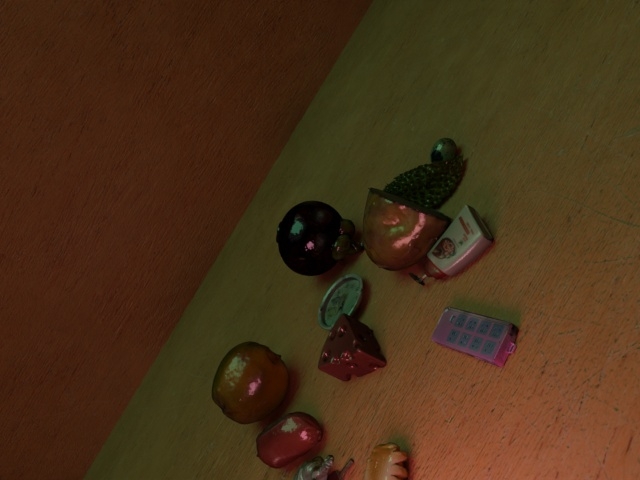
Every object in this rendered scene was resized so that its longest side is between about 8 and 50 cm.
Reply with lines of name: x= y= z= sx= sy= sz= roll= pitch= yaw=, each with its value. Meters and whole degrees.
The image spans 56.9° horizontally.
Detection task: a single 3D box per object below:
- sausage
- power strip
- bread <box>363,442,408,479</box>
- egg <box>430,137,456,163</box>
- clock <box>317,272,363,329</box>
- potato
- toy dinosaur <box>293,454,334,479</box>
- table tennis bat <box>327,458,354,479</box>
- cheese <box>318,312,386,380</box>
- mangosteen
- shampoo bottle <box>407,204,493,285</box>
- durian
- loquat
sausage: x=-0.108 y=0.636 z=1.893 sx=0.254 sy=0.148 sz=0.148 roll=-44 pitch=27 yaw=24
power strip: x=0.397 y=0.246 z=1.543 sx=0.109 sy=0.037 sz=0.279 roll=-62 pitch=24 yaw=-10
bread: x=0.167 y=0.599 z=1.481 sx=0.119 sy=0.084 sz=0.177 roll=-29 pitch=35 yaw=44
egg: x=0.436 y=-0.314 z=2.108 sx=0.110 sy=0.085 sz=0.085 roll=-48 pitch=25 yaw=20
clock: x=0.083 y=0.227 z=2.142 sx=0.236 sy=0.053 sz=0.236 roll=-40 pitch=29 yaw=28
potato: x=0.253 y=-0.011 z=1.921 sx=0.289 sy=0.300 sz=0.237 roll=-37 pitch=-32 yaw=-77
toy dinosaur: x=-0.059 y=0.737 z=1.736 sx=0.393 sy=0.092 sz=0.205 roll=-50 pitch=16 yaw=59
table tennis bat: x=0.047 y=0.689 z=1.690 sx=0.156 sy=0.013 sz=0.087 roll=-56 pitch=21 yaw=6
cheese: x=0.090 y=0.370 z=1.879 sx=0.177 sy=0.128 sz=0.203 roll=-52 pitch=28 yaw=16
mangosteen: x=0.000 y=0.000 z=2.373 sx=0.306 sy=0.359 sz=0.306 roll=14 pitch=-90 yaw=-85
shampoo bottle: x=0.380 y=0.040 z=1.778 sx=0.284 sy=0.071 sz=0.153 roll=-46 pitch=40 yaw=24
durian: x=0.347 y=-0.177 z=2.087 sx=0.355 sy=0.157 sz=0.169 roll=-23 pitch=1 yaw=39
loquat: x=-0.256 y=0.517 z=2.154 sx=0.284 sy=0.276 sz=0.276 roll=-49 pitch=19 yaw=-23
